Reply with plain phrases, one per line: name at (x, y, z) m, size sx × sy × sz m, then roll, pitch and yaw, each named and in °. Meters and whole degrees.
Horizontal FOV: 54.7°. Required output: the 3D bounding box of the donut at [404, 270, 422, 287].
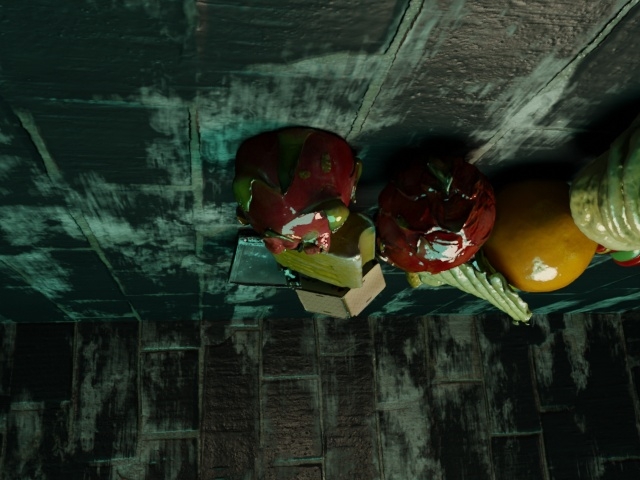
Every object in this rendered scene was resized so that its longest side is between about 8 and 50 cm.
donut at (0.364, 0.026, 1.970) m, size 0.295 × 0.151 × 0.112 m, roll -39°, pitch -176°, yaw 16°

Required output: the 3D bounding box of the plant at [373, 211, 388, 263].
plant at (0.235, -0.020, 1.809) m, size 0.142 × 0.164 × 0.256 m, roll 1°, pitch 151°, yaw -24°

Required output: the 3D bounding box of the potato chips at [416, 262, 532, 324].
potato chips at (0.423, 0.117, 1.739) m, size 0.373 × 0.097 × 0.389 m, roll 24°, pitch 173°, yaw 26°

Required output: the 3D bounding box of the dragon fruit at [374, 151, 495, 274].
dragon fruit at (0.268, -0.058, 1.477) m, size 0.277 × 0.277 × 0.342 m, roll 0°, pitch 144°, yaw -8°

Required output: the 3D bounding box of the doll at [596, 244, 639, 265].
doll at (1.032, 0.005, 2.013) m, size 0.363 × 0.160 × 0.182 m, roll 3°, pitch 161°, yaw -20°

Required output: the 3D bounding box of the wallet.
wallet at (-0.127, 0.064, 2.059) m, size 0.342 × 0.075 × 0.237 m, roll 2°, pitch 132°, yaw -18°

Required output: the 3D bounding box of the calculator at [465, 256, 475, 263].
calculator at (0.542, 0.080, 2.400) m, size 0.220 × 0.048 × 0.329 m, roll 13°, pitch 155°, yaw -41°

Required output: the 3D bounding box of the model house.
model house at (0.040, 0.119, 1.937) m, size 0.326 × 0.244 × 0.169 m, roll -16°, pitch 139°, yaw 2°

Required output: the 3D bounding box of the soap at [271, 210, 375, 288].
soap at (0.000, 0.000, 1.723) m, size 0.293 × 0.156 × 0.335 m, roll 22°, pitch 164°, yaw 9°

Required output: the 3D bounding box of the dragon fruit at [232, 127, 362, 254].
dragon fruit at (-0.054, -0.092, 1.398) m, size 0.305 × 0.226 × 0.305 m, roll 0°, pitch 164°, yaw 0°

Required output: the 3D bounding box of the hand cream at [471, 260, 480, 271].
hand cream at (0.631, 0.101, 2.360) m, size 0.170 × 0.043 × 0.065 m, roll 11°, pitch 138°, yaw -32°

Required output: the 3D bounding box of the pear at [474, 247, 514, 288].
pear at (0.643, 0.058, 2.009) m, size 0.286 × 0.176 × 0.282 m, roll -18°, pitch 176°, yaw 5°

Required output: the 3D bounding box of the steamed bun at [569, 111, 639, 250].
steamed bun at (0.727, -0.108, 1.354) m, size 0.324 × 0.230 × 0.372 m, roll -17°, pitch 148°, yaw -18°

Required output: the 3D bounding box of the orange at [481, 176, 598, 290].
orange at (0.567, -0.018, 1.624) m, size 0.312 × 0.312 × 0.312 m, roll -3°, pitch 164°, yaw -1°
